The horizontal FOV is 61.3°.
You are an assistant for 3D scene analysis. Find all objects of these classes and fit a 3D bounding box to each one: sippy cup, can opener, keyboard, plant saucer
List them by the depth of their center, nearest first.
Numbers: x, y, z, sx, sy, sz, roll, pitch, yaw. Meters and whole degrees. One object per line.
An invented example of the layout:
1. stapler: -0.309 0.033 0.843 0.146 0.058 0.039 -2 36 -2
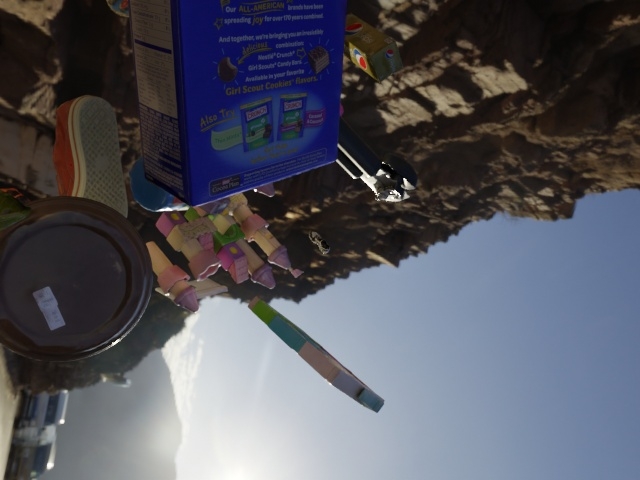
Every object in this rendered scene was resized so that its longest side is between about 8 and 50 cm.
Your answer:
1. plant saucer: -0.413 0.066 0.884 0.041 0.278 0.278 13 -89 61
2. can opener: 0.084 -0.163 1.052 0.074 0.280 0.093 -1 -117 46
3. keyboard: -0.319 0.124 1.367 0.256 0.072 0.014 -5 115 -74
4. sippy cup: -0.453 -0.189 1.667 0.305 0.224 0.240 50 -58 11

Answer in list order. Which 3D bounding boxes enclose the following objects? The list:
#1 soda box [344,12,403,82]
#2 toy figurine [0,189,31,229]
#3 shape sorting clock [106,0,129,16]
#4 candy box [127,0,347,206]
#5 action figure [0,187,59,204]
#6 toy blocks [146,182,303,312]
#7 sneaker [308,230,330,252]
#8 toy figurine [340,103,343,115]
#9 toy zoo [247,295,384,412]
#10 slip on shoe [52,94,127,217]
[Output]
1. soda box: 0.087 -0.386 1.073 0.058 0.061 0.181 -33 -134 -2
2. toy figurine: -0.562 -0.051 0.615 0.191 0.362 0.217 -3 -66 63
3. shape sorting clock: -0.352 -0.542 1.115 0.040 0.206 0.206 65 18 -58
4. candy box: -0.093 -0.236 0.681 0.122 0.268 0.317 27 -55 35
5. action figure: -0.709 -0.004 1.387 0.178 0.330 0.341 -51 169 -28
6. toy blocks: -0.188 0.008 1.211 0.260 0.288 0.309 49 -56 11
7. sneaker: 0.000 0.000 1.651 0.032 0.083 0.037 -43 179 -24
8. toy figurine: -0.017 -0.339 1.304 0.130 0.159 0.173 -45 -163 14
9. toy zoo: 0.005 0.220 0.989 0.293 0.192 0.030 34 -98 40
10. slip on shoe: -0.445 -0.106 1.028 0.101 0.123 0.331 11 -74 32
